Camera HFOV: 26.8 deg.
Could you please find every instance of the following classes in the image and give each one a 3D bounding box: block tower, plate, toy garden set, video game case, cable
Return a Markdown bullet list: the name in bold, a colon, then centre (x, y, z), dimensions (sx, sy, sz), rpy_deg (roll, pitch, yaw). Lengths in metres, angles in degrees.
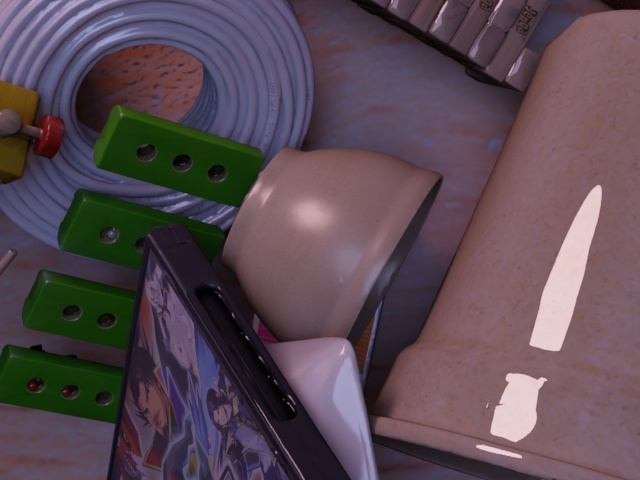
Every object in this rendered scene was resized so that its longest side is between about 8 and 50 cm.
- **block tower**: centre (0.015, -0.228, 0.940), dimensions (0.335, 0.091, 0.097), rpy_deg (30, 95, -17)
- **plate**: centre (-0.029, 0.207, 0.918), dimensions (0.045, 0.278, 0.277), rpy_deg (-11, 90, -25)
- **toy garden set**: centre (-0.183, 0.005, 0.925), dimensions (0.204, 0.049, 0.244), rpy_deg (16, 117, -29)
- **video game case**: centre (-0.073, 0.171, 0.890), dimensions (0.035, 0.248, 0.275), rpy_deg (-10, 133, -28)
- **cable**: centre (-0.132, -0.107, 0.950), dimensions (0.257, 0.089, 0.257), rpy_deg (-29, 128, 1)

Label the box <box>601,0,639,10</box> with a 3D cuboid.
- **box**: centre (0.170, -0.279, 0.965), dimensions (0.257, 0.122, 0.128), rpy_deg (33, 94, 3)

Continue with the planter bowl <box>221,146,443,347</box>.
- **planter bowl**: centre (0.000, 0.000, 0.935), dimensions (0.109, 0.162, 0.162), rpy_deg (30, 93, 6)

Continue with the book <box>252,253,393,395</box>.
- **book**: centre (0.001, 0.039, 1.028), dimensions (0.096, 0.035, 0.144), rpy_deg (12, 90, 5)

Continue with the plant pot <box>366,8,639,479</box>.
- **plant pot**: centre (0.221, 0.029, 0.891), dimensions (0.334, 0.334, 0.305), rpy_deg (17, 80, 4)
